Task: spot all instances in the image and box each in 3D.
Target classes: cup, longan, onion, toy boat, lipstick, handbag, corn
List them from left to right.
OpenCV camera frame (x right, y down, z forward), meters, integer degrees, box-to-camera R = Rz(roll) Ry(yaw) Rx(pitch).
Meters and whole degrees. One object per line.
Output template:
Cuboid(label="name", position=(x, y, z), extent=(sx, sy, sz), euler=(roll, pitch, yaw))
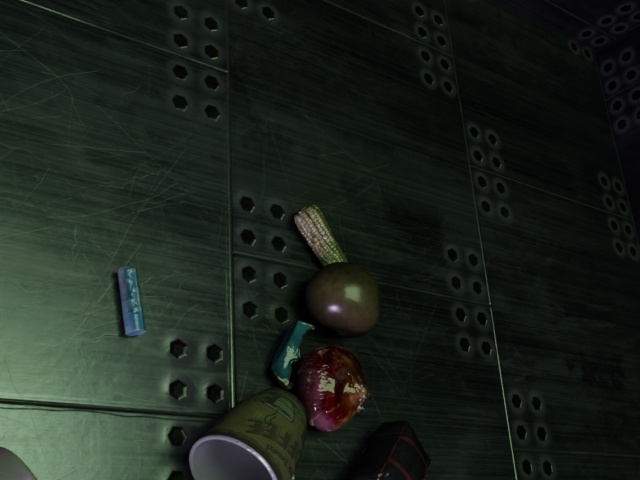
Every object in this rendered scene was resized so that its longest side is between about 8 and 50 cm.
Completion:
Cuboid(label="lipstick", position=(-0.441, 0.140, 1.884), extent=(0.048, 0.048, 0.158), euler=(2, 68, -38))
Cuboid(label="cup", position=(-0.124, 0.500, 1.869), extent=(0.257, 0.227, 0.301), euler=(-43, 117, -52))
Cuboid(label="toy boat", position=(-0.069, 0.295, 2.091), extent=(0.077, 0.075, 0.185), euler=(35, 53, -11))
Cuboid(label="corn", position=(0.000, 0.000, 2.291), extent=(0.087, 0.087, 0.211), euler=(-31, 95, -43))
Cuboid(label="onion", position=(0.045, 0.378, 2.067), extent=(0.230, 0.163, 0.230), euler=(3, 87, -48))
Cuboid(label="longan", position=(0.066, 0.158, 2.189), extent=(0.220, 0.196, 0.196), euler=(33, 52, -15))
Cuboid(label="handbag", position=(0.189, 0.597, 2.103), extent=(0.169, 0.155, 0.215), euler=(58, 44, -20))

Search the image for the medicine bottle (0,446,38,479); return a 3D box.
Cuboid(label="medicine bottle", position=(-0.675, 0.539, 1.382), extent=(0.388, 0.219, 0.219), euler=(-33, 92, -43))
